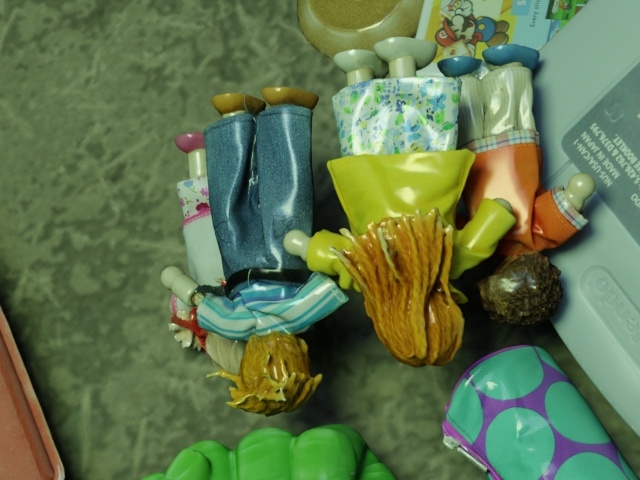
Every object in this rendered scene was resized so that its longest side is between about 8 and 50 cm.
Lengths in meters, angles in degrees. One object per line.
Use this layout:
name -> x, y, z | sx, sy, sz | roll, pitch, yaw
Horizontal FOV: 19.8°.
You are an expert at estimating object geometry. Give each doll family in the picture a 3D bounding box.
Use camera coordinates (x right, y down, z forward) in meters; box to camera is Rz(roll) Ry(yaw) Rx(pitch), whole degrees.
doll family -> 0.000, 0.000, 0.904 | 0.263, 0.118, 0.163 | -14, 75, 32

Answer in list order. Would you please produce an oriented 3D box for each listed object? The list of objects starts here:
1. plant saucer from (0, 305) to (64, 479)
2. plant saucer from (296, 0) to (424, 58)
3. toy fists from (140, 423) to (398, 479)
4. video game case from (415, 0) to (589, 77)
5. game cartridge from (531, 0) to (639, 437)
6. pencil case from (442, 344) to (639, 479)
plant saucer -> -0.285, 0.098, 1.038 | 0.259, 0.048, 0.258 | -30, 61, 5
plant saucer -> 0.024, -0.142, 1.049 | 0.083, 0.015, 0.083 | -7, 65, 16
toy fists -> -0.081, 0.190, 0.890 | 0.279, 0.096, 0.142 | -33, 56, -2
video game case -> 0.169, -0.180, 1.009 | 0.206, 0.026, 0.227 | 6, 71, 22
game cartridge -> 0.204, 0.003, 0.870 | 0.196, 0.060, 0.294 | -42, 61, 16
pencil case -> 0.119, 0.125, 0.872 | 0.070, 0.064, 0.152 | -28, 60, -12
